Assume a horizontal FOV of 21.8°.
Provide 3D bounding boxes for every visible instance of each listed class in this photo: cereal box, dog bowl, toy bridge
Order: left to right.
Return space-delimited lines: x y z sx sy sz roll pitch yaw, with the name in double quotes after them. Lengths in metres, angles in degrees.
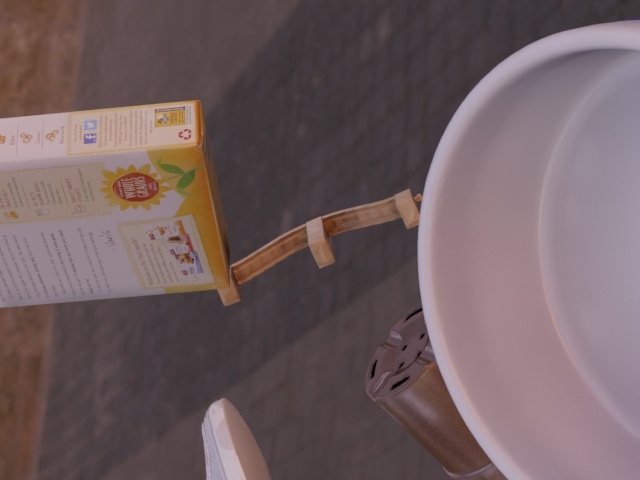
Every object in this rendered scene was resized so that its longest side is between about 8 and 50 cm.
-0.190 -0.019 1.157 0.173 0.240 0.047 84 -178 -55 "cereal box"
0.000 0.000 1.408 0.063 0.188 0.026 -99 -15 -71 "toy bridge"
0.179 0.019 0.834 0.265 0.104 0.265 16 113 44 "dog bowl"

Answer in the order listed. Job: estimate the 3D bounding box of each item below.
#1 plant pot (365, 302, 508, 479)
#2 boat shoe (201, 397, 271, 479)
0.145 0.153 1.678 0.167 0.165 0.167 -43 21 20 "plant pot"
-0.065 0.205 1.210 0.066 0.063 0.184 42 -153 -64 "boat shoe"
